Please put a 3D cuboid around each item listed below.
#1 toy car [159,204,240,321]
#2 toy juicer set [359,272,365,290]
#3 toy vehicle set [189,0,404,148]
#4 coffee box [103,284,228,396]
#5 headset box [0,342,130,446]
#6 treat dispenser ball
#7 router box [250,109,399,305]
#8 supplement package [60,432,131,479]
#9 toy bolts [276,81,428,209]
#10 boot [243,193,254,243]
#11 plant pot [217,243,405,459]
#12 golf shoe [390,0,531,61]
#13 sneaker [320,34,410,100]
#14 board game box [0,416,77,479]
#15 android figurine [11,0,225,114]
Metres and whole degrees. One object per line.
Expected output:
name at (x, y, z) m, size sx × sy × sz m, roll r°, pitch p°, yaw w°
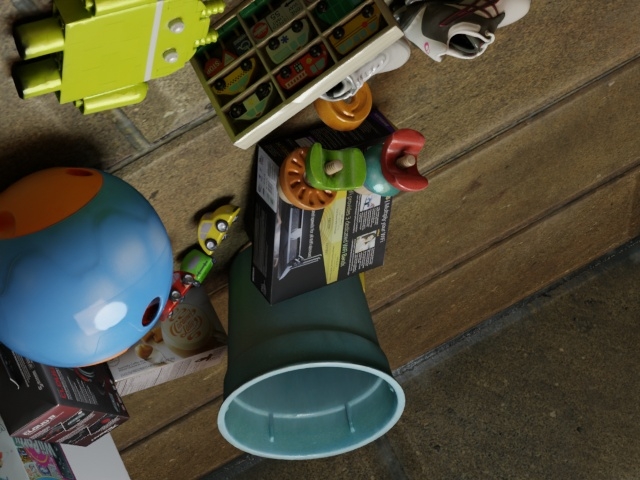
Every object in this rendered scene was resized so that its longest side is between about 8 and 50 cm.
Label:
toy car at (-0.227, 0.040, 2.219) m, size 0.239 × 0.053 × 0.225 m, roll -56°, pitch 179°, yaw -9°
toy juicer set at (0.000, 0.000, 2.461) m, size 0.209 × 0.089 × 0.329 m, roll -3°, pitch 143°, yaw -8°
toy vehicle set at (-0.039, -0.263, 1.645) m, size 0.267 × 0.166 × 0.035 m, roll -35°, pitch 159°, yaw 15°
coffee box at (-0.319, 0.196, 2.402) m, size 0.247 × 0.141 × 0.098 m, roll -16°, pitch 156°, yaw -28°
headset box at (-0.482, 0.234, 2.170) m, size 0.110 × 0.218 × 0.293 m, roll -33°, pitch 159°, yaw 9°
treat dispenser ball at (-0.354, 0.037, 1.771) m, size 0.288 × 0.288 × 0.288 m, roll -25°, pitch 159°, yaw -10°
router box at (0.006, -0.056, 2.165) m, size 0.243 × 0.081 × 0.308 m, roll -18°, pitch 135°, yaw -26°
supplement package at (-0.526, 0.441, 2.491) m, size 0.175 × 0.293 × 0.177 m, roll -10°, pitch 152°, yaw -41°
toy bolts at (0.041, -0.145, 1.992) m, size 0.229 × 0.218 × 0.158 m, roll 10°, pitch 164°, yaw -30°
boot at (-0.026, -0.075, 2.256) m, size 0.209 × 0.076 × 0.189 m, roll -24°, pitch 159°, yaw -30°
plant pot at (-0.037, 0.186, 2.345) m, size 0.341 × 0.334 × 0.341 m, roll -6°, pitch 142°, yaw -5°
golf shoe at (0.231, -0.330, 1.906) m, size 0.273 × 0.120 × 0.105 m, roll -15°, pitch 154°, yaw -35°
sneaker at (0.032, -0.258, 1.824) m, size 0.292 × 0.118 × 0.110 m, roll -10°, pitch 150°, yaw -44°
board game box at (-0.555, 0.342, 2.206) m, size 0.098 × 0.303 × 0.224 m, roll -30°, pitch 160°, yaw 3°
android figurine at (-0.250, -0.252, 1.564) m, size 0.273 × 0.056 × 0.248 m, roll -17°, pitch 156°, yaw -24°
